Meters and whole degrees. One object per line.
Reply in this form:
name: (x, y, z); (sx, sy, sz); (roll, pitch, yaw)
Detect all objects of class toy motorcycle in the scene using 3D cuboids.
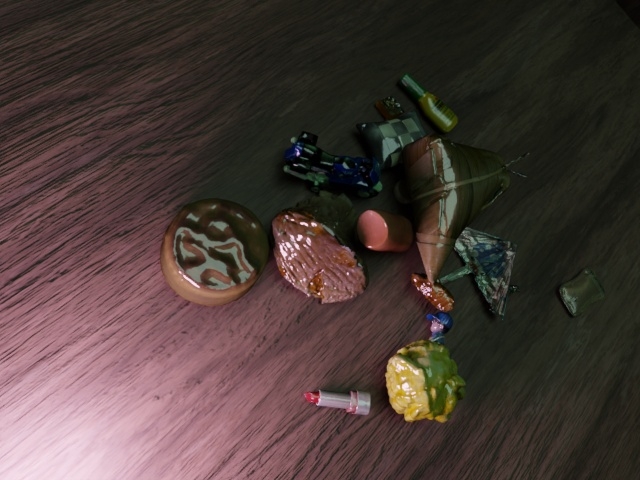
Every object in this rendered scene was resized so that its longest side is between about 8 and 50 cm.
toy motorcycle: (0.052, -0.215, 1.765); (0.331, 0.196, 0.125); (20, 65, -18)

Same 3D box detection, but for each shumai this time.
shumai: (-0.001, -0.001, 1.713); (0.346, 0.217, 0.283); (37, 28, -21)

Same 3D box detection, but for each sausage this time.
sausage: (0.201, -0.025, 1.735); (0.304, 0.121, 0.121); (7, 61, -65)

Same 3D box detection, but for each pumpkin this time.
pumpkin: (0.244, -0.465, 2.026); (0.074, 0.054, 0.083); (-30, 80, -34)

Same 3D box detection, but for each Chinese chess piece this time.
Chinese chess piece: (0.284, -0.163, 1.942); (0.084, 0.034, 0.084); (9, 68, -23)

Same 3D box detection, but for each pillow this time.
pillow: (0.255, -0.335, 1.952); (0.250, 0.106, 0.186); (-17, 79, -24)
pillow: (0.951, 0.184, 2.106); (0.217, 0.033, 0.130); (-23, 82, -29)

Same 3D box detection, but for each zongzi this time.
zongzi: (0.486, -0.084, 1.915); (0.500, 0.218, 0.466); (4, 82, -37)

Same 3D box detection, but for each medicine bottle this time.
medicine bottle: (0.386, -0.499, 2.096); (0.260, 0.064, 0.095); (44, 60, -3)

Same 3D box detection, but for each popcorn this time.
popcorn: (0.294, 0.398, 1.649); (0.255, 0.195, 0.256); (43, 41, -10)

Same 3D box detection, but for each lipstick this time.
lipstick: (0.042, 0.439, 1.600); (0.186, 0.057, 0.063); (12, 67, -14)

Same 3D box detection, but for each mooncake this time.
mooncake: (-0.281, 0.029, 1.552); (0.284, 0.155, 0.284); (8, 70, -22)

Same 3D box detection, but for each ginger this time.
ginger: (0.355, 0.153, 1.819); (0.162, 0.103, 0.073); (44, 95, 7)

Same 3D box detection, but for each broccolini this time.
broccolini: (0.591, 0.118, 1.970); (0.194, 0.054, 0.052); (43, 79, -2)

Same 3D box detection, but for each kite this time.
kite: (0.528, 0.081, 1.940); (0.368, 0.014, 0.406); (-23, 75, -21)

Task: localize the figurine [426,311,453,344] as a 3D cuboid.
figurine: (0.370, 0.285, 1.789); (0.079, 0.077, 0.136); (-5, 65, 16)
